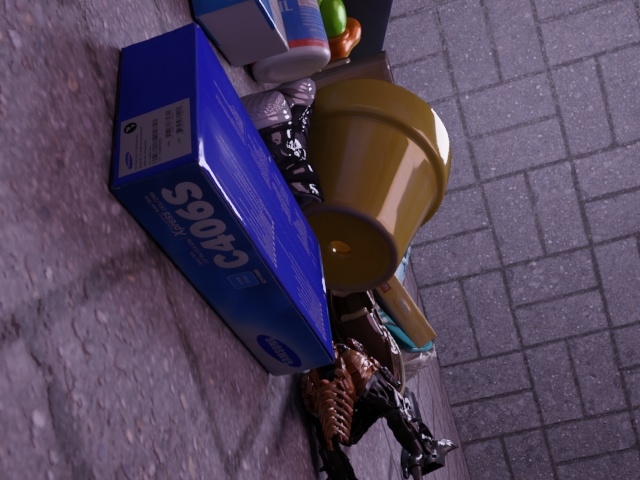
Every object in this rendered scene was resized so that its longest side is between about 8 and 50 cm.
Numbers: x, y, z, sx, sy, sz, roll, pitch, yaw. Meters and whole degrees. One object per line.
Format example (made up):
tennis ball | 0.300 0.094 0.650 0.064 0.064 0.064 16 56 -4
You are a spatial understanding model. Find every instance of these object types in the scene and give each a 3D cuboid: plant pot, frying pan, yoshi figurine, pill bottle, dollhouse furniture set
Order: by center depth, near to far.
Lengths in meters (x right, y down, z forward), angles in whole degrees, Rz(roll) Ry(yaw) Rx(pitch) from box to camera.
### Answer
plant pot | 0.051 -0.064 1.070 0.239 0.254 0.254 -71 148 -43
pill bottle | -0.069 -0.362 1.120 0.124 0.124 0.221 12 62 -79
dollhouse furniture set | 0.066 -0.172 1.362 0.286 0.198 0.303 -78 152 -68
yoshi figurine | -0.039 -0.517 1.372 0.203 0.204 0.362 59 0 37
frying pan | 0.201 0.419 1.678 0.326 0.053 0.197 47 28 -75

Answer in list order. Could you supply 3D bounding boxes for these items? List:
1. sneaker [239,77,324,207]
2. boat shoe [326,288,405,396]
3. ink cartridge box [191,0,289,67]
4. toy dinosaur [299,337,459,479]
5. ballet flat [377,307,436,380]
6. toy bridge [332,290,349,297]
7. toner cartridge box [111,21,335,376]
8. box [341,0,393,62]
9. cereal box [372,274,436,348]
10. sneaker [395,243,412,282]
sneaker | -0.050 -0.118 0.952 0.268 0.101 0.153 -58 133 -68
boat shoe | 0.060 0.146 1.195 0.095 0.095 0.257 58 8 -51
ink cartridge box | -0.116 -0.353 0.957 0.148 0.086 0.203 38 39 -73
toy dinosaur | 0.033 0.211 0.909 0.218 0.164 0.322 61 28 5
ballet flat | 0.156 0.226 1.502 0.409 0.147 0.147 -30 105 -79
toy bridge | 0.000 0.000 1.193 0.063 0.026 0.188 17 48 -55
toner cartridge box | -0.077 -0.017 0.710 0.348 0.075 0.165 62 18 -51
box | 0.048 -0.576 1.627 0.296 0.183 0.294 101 -15 -54
cereal box | 0.120 0.092 1.387 0.173 0.047 0.240 55 -2 -14
sneaker | 0.176 -0.047 1.715 0.135 0.150 0.365 22 57 -25
